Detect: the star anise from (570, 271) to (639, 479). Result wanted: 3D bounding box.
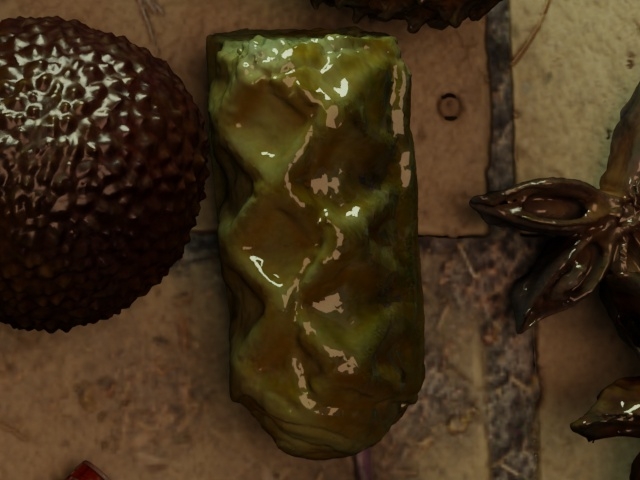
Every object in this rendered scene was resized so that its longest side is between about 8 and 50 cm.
[{"bbox_3d":[0.280,0.093,1.279,0.288,0.088,0.288,-9,111,-24],"label":"star anise"}]

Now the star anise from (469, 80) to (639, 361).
[{"bbox_3d":[0.201,-0.007,1.300,0.208,0.063,0.172,-37,103,-15],"label":"star anise"}]

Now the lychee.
[{"bbox_3d":[-0.159,-0.041,1.129,0.194,0.194,0.194,1,86,-18],"label":"lychee"}]

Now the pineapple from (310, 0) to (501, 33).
[{"bbox_3d":[-0.047,-0.229,1.185,0.364,0.165,0.166,11,83,-16],"label":"pineapple"}]

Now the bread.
[{"bbox_3d":[0.000,0.000,1.192,0.152,0.130,0.268,-9,97,-54],"label":"bread"}]

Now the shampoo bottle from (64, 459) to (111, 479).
[{"bbox_3d":[-0.204,0.223,1.156,0.108,0.051,0.221,46,75,-7],"label":"shampoo bottle"}]
